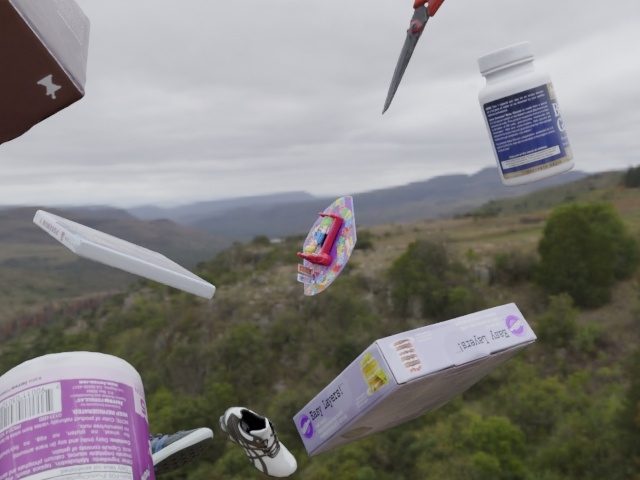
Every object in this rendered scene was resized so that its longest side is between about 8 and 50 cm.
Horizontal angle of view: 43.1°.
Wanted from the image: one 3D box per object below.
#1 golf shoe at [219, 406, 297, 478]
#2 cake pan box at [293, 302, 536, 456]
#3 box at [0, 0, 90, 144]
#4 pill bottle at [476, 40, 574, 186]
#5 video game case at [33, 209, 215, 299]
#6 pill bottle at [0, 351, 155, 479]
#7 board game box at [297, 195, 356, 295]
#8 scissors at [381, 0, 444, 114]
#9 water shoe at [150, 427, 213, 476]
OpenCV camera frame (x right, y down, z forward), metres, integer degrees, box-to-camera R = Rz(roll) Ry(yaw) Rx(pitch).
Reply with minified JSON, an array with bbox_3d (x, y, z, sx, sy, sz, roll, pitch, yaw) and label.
[{"bbox_3d":[-0.118,0.418,1.671,0.094,0.198,0.077,-38,14,51],"label":"golf shoe"},{"bbox_3d":[0.128,0.188,1.100,0.267,0.070,0.246,-10,-25,-35],"label":"cake pan box"},{"bbox_3d":[-0.358,-0.218,0.846,0.168,0.167,0.203,-28,37,7],"label":"box"},{"bbox_3d":[0.256,-0.161,1.031,0.094,0.169,0.094,-17,5,2],"label":"pill bottle"},{"bbox_3d":[-0.265,0.019,1.089,0.201,0.023,0.183,24,-2,-37],"label":"video game case"},{"bbox_3d":[-0.250,0.281,0.829,0.169,0.301,0.169,-11,-33,-7],"label":"pill bottle"},{"bbox_3d":[0.000,0.000,1.250,0.033,0.169,0.133,26,-53,-25],"label":"board game box"},{"bbox_3d":[0.141,-0.332,1.180,0.109,0.297,0.021,42,23,16],"label":"scissors"},{"bbox_3d":[-0.266,0.322,1.249,0.203,0.080,0.073,-21,-33,-25],"label":"water shoe"}]
